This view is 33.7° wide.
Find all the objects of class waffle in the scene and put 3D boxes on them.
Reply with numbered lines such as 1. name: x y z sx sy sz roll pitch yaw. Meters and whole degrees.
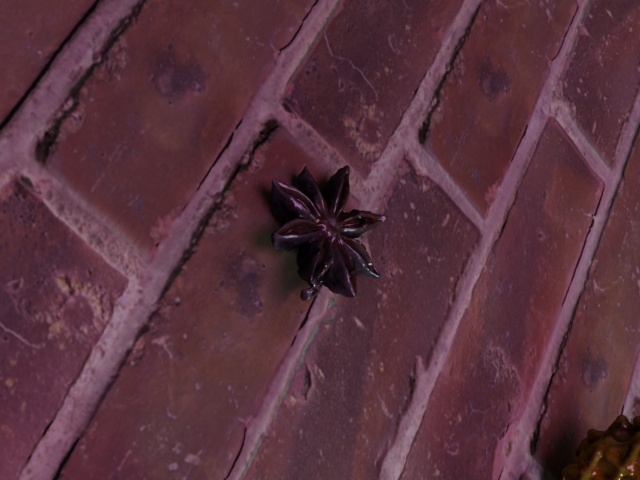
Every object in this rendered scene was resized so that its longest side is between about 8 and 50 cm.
1. waffle: 0.551 0.466 1.814 0.151 0.261 0.324 -21 99 -63

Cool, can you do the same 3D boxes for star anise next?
1. star anise: 0.000 -0.001 1.536 0.230 0.081 0.262 44 44 -27
